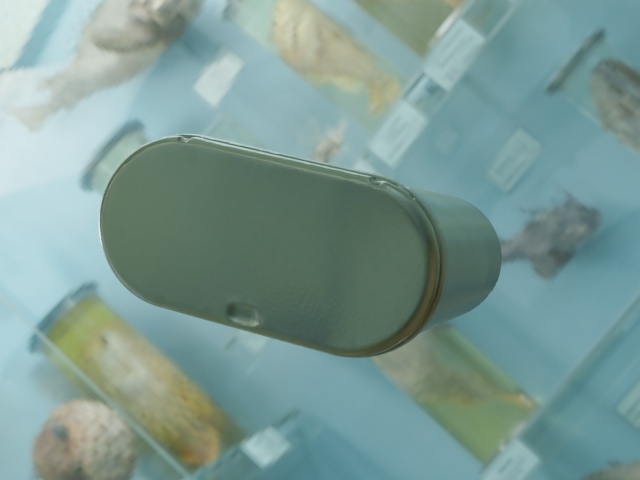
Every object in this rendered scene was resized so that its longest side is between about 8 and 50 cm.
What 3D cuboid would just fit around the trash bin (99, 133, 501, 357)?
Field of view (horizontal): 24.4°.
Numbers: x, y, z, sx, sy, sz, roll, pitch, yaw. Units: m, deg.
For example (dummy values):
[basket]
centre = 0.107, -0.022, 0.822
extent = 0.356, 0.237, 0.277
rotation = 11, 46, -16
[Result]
[trash bin]
centre = 0.000, 0.000, 1.079
extent = 0.247, 0.243, 0.121
rotation = -3, -74, -70
